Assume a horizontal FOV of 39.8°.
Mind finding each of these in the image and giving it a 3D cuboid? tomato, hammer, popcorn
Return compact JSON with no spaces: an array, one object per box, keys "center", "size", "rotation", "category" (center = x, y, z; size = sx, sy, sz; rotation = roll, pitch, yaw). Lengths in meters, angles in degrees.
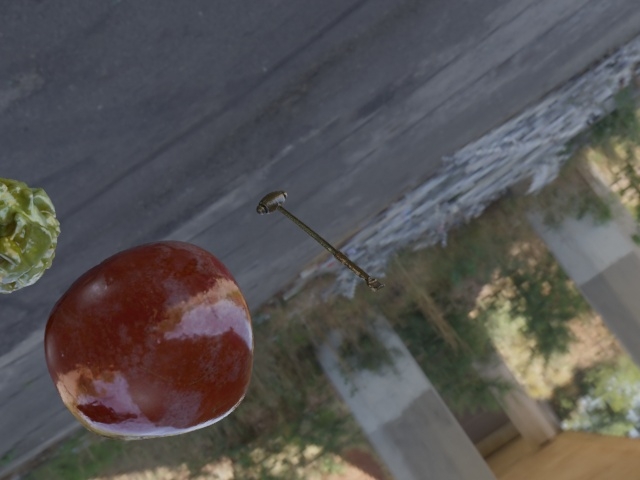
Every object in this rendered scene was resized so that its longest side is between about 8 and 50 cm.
[{"center":[-0.139,0.096,0.752],"size":[0.187,0.151,0.187],"rotation":[-43,160,-20],"category":"tomato"},{"center":[0.000,0.000,0.647],"size":[0.029,0.123,0.014],"rotation":[-35,146,-27],"category":"hammer"},{"center":[-0.499,-0.008,1.380],"size":[0.167,0.185,0.187],"rotation":[-27,156,-4],"category":"popcorn"}]
